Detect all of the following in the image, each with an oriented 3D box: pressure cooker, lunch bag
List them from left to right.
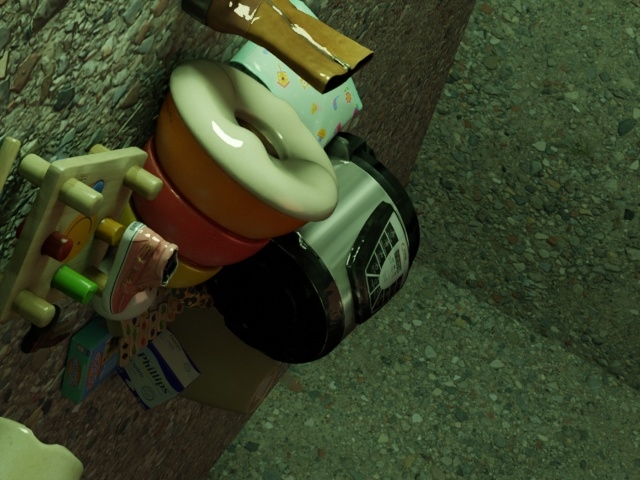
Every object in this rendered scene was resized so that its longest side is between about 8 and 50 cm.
[{"bbox_3d":[-0.065,-0.298,2.044,0.223,0.160,0.262,-51,132,-33],"label":"lunch bag"},{"bbox_3d":[-0.005,-0.003,2.202,0.420,0.375,0.370,-42,-177,-40],"label":"pressure cooker"}]

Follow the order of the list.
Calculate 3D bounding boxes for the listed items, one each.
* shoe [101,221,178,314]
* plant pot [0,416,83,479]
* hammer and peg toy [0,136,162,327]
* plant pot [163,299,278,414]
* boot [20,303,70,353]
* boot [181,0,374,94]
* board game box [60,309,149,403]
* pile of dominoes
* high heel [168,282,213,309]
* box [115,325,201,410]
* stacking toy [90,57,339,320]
[{"bbox_3d":[-0.272,0.059,1.623,0.063,0.081,0.178,-49,166,-54],"label":"shoe"},{"bbox_3d":[-0.527,0.438,1.642,0.334,0.334,0.305,96,17,-64],"label":"plant pot"},{"bbox_3d":[-0.377,-0.010,1.523,0.266,0.127,0.361,-63,168,16],"label":"hammer and peg toy"},{"bbox_3d":[-0.242,0.268,2.431,0.256,0.274,0.256,-56,168,-19],"label":"plant pot"},{"bbox_3d":[-0.450,0.144,1.826,0.106,0.037,0.114,-49,168,14],"label":"boot"},{"bbox_3d":[-0.035,-0.366,1.697,0.264,0.280,0.096,-46,162,-50],"label":"boot"},{"bbox_3d":[-0.414,0.198,2.089,0.210,0.047,0.160,-47,163,-50],"label":"board game box"},{"bbox_3d":[-0.322,0.108,2.080,0.251,0.040,0.196,-45,136,-50],"label":"pile of dominoes"},{"bbox_3d":[-0.216,0.036,2.049,0.186,0.093,0.261,-28,139,9],"label":"high heel"},{"bbox_3d":[-0.344,0.270,2.250,0.137,0.126,0.072,-32,-174,34],"label":"box"},{"bbox_3d":[-0.236,-0.041,1.836,0.480,0.350,0.350,-44,175,22],"label":"stacking toy"}]
